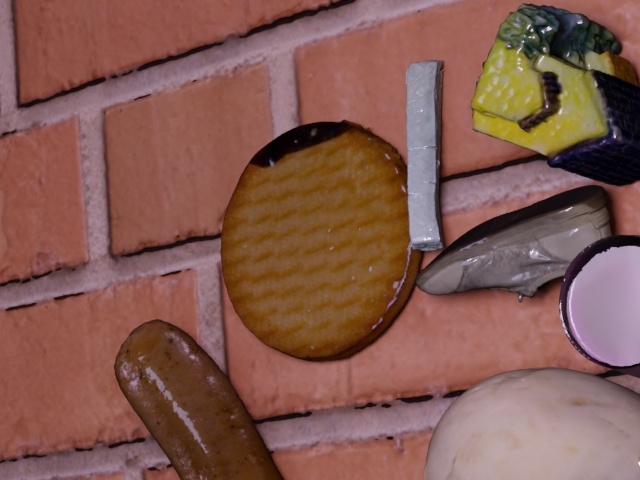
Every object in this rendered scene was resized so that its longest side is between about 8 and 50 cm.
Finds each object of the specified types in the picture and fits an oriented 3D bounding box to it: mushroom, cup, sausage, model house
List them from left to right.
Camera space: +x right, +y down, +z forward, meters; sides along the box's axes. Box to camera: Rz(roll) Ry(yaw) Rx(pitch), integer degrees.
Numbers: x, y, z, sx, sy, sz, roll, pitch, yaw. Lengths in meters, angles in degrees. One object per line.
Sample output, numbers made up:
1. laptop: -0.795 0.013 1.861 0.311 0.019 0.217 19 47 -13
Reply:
1. sausage: -0.120 0.310 2.186 0.501 0.136 0.123 59 144 23
2. mushroom: 0.263 0.317 1.843 0.314 0.314 0.336 12 112 37
3. model house: 0.309 -0.155 1.891 0.211 0.194 0.170 30 100 36
4. cup: 0.373 0.076 1.758 0.203 0.288 0.203 -6 80 35

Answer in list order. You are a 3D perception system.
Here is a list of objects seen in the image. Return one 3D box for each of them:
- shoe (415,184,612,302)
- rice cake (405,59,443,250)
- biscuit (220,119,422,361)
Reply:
1. shoe: 0.231 0.021 1.991 0.275 0.103 0.098 -21 97 41
2. rice cake: 0.130 -0.108 2.093 0.045 0.042 0.245 -3 75 15
3. biscuit: 0.000 0.000 2.194 0.318 0.040 0.318 -6 81 36
